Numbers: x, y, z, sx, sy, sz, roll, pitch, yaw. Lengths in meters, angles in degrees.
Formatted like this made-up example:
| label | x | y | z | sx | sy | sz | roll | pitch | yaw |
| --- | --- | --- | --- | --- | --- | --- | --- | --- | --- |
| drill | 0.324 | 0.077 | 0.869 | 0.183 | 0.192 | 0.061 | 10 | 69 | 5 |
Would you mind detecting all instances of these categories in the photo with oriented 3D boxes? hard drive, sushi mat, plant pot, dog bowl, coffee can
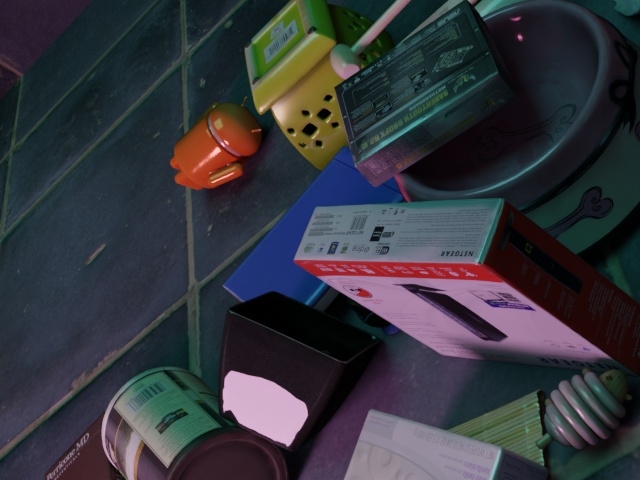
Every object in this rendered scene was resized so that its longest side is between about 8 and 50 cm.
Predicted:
| label | x | y | z | sx | sy | sz | roll | pitch | yaw |
| --- | --- | --- | --- | --- | --- | --- | --- | --- | --- |
| hard drive | 0.000 | 0.000 | 1.839 | 0.318 | 0.040 | 0.210 | -49 | 39 | -7 |
| sushi mat | 0.163 | 0.311 | 1.451 | 0.316 | 0.019 | 0.151 | -31 | 42 | 34 |
| plant pot | -0.048 | 0.195 | 1.640 | 0.188 | 0.187 | 0.167 | 24 | 102 | 15 |
| dog bowl | 0.268 | -0.154 | 1.533 | 0.408 | 0.150 | 0.408 | -26 | 42 | 26 |
| coffee can | -0.200 | 0.334 | 1.737 | 0.201 | 0.201 | 0.275 | -59 | 32 | -3 |
| plant pot | -0.004 | -0.304 | 2.019 | 0.228 | 0.207 | 0.227 | -40 | 36 | 23 |

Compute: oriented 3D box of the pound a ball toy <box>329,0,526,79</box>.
| label | x | y | z | sx | sy | sz | roll | pitch | yaw |
| --- | --- | --- | --- | --- | --- | --- | --- | --- | --- |
| pound a ball toy | 0.195 | -0.304 | 1.754 | 0.319 | 0.208 | 0.135 | -39 | 37 | 25 |

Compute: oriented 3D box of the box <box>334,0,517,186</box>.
| label | x | y | z | sx | sy | sz | roll | pitch | yaw |
| --- | --- | --- | --- | --- | --- | --- | --- | --- | --- |
| box | 0.138 | -0.203 | 1.533 | 0.231 | 0.056 | 0.183 | -33 | 41 | 18 |

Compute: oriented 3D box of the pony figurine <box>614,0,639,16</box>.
| label | x | y | z | sx | sy | sz | roll | pitch | yaw |
| --- | --- | --- | --- | --- | --- | --- | --- | --- | --- |
| pony figurine | 0.453 | -0.434 | 1.465 | 0.303 | 0.363 | 0.351 | -51 | 17 | 23 |

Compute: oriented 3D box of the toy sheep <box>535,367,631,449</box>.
| label | x | y | z | sx | sy | sz | roll | pitch | yaw |
| --- | --- | --- | --- | --- | --- | --- | --- | --- | --- |
| toy sheep | 0.304 | 0.198 | 1.304 | 0.132 | 0.091 | 0.091 | -45 | 34 | 8 |

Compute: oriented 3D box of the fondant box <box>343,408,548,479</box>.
| label | x | y | z | sx | sy | sz | roll | pitch | yaw |
| --- | --- | --- | --- | --- | --- | --- | --- | --- | --- |
| fondant box | 0.110 | 0.392 | 1.358 | 0.238 | 0.096 | 0.330 | 6 | 73 | 52 |

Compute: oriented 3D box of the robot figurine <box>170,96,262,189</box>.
| label | x | y | z | sx | sy | sz | roll | pitch | yaw |
| --- | --- | --- | --- | --- | --- | --- | --- | --- | --- |
| robot figurine | -0.205 | -0.190 | 2.259 | 0.219 | 0.128 | 0.158 | -39 | 16 | 28 |

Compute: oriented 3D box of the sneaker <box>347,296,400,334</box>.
| label | x | y | z | sx | sy | sz | roll | pitch | yaw |
| --- | --- | --- | --- | --- | --- | --- | --- | --- | --- |
| sneaker | 0.132 | 0.028 | 1.664 | 0.232 | 0.090 | 0.081 | -57 | 33 | 1 |

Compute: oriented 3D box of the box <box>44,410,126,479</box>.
| label | x | y | z | sx | sy | sz | roll | pitch | yaw |
| --- | --- | --- | --- | --- | --- | --- | --- | --- | --- |
| box | -0.346 | 0.490 | 1.858 | 0.191 | 0.143 | 0.381 | -46 | 32 | 18 |

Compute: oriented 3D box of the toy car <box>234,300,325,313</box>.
| label | x | y | z | sx | sy | sz | roll | pitch | yaw |
| --- | --- | --- | --- | --- | --- | --- | --- | --- | --- |
| toy car | -0.065 | 0.063 | 1.926 | 0.239 | 0.053 | 0.225 | -11 | 54 | 48 |

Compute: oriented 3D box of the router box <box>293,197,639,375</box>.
| label | x | y | z | sx | sy | sz | roll | pitch | yaw |
| --- | --- | --- | --- | --- | --- | --- | --- | --- | --- |
| router box | 0.184 | 0.058 | 1.378 | 0.335 | 0.301 | 0.082 | -1 | 62 | 53 |
